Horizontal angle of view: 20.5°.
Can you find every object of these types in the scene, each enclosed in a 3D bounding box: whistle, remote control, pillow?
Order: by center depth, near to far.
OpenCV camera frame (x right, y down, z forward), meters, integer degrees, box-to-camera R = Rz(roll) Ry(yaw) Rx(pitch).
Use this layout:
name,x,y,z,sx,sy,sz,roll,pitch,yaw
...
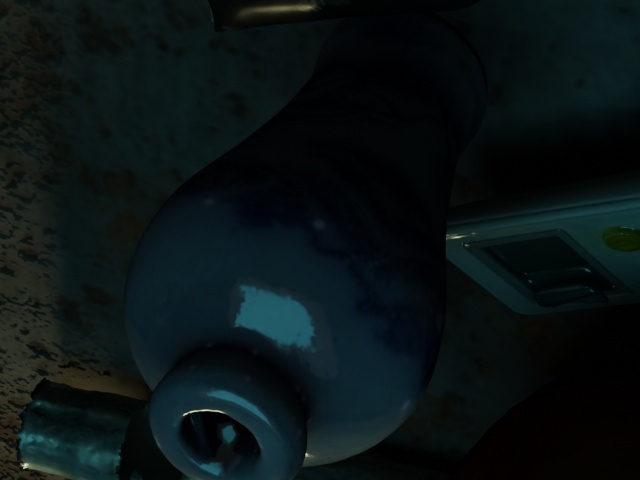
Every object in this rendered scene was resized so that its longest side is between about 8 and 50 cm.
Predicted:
name,x,y,z,sx,sy,sz,roll,pitch,yaw
pillow,0.000,-0.137,0.814,0.150,0.048,0.090,-3,121,23
remote control,0.197,-0.014,0.822,0.293,0.051,0.103,-11,149,33
whistle,-0.031,0.145,1.067,0.312,0.062,0.062,12,133,14

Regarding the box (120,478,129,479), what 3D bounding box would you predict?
name,x,y,z,sx,sy,sz,roll,pitch,yaw
box,-0.033,0.302,1.113,0.299,0.106,0.200,25,117,12

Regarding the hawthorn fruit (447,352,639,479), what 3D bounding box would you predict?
name,x,y,z,sx,sy,sz,roll,pitch,yaw
hawthorn fruit,0.219,0.255,0.821,0.403,0.403,0.403,13,133,15

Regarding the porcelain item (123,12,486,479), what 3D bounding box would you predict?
name,x,y,z,sx,sy,sz,roll,pitch,yaw
porcelain item,0.000,0.000,0.787,0.141,0.259,0.141,12,131,14
